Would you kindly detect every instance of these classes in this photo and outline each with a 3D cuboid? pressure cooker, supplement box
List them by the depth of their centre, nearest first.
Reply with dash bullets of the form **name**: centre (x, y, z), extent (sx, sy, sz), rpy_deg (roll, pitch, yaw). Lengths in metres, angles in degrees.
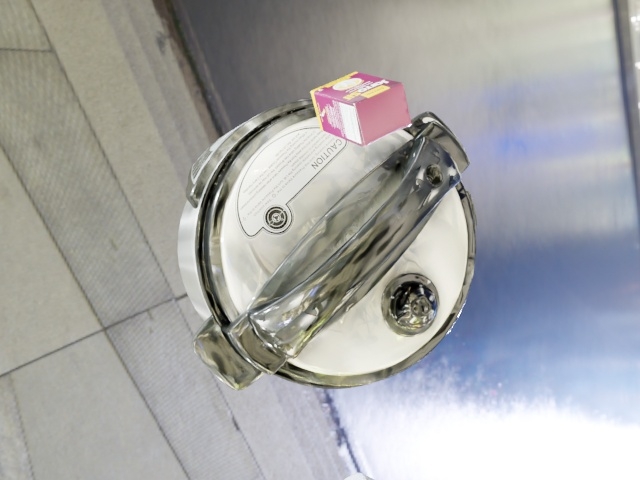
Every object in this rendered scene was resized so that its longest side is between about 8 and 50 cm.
- **supplement box**: centre (0.036, -0.123, 0.658), extent (0.055, 0.083, 0.043), rpy_deg (-27, 120, -20)
- **pressure cooker**: centre (0.005, 0.003, 0.965), extent (0.420, 0.375, 0.370), rpy_deg (-179, -88, -74)

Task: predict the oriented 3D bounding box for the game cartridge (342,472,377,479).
- **game cartridge**: centre (0.009, 0.150, 0.347), extent (0.056, 0.083, 0.017), rpy_deg (33, 15, -31)
